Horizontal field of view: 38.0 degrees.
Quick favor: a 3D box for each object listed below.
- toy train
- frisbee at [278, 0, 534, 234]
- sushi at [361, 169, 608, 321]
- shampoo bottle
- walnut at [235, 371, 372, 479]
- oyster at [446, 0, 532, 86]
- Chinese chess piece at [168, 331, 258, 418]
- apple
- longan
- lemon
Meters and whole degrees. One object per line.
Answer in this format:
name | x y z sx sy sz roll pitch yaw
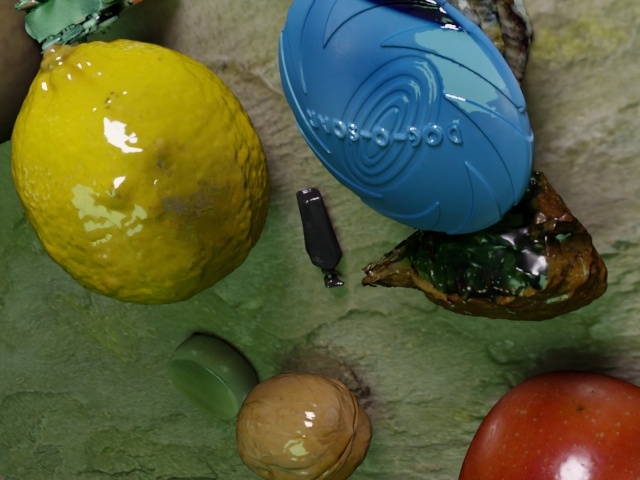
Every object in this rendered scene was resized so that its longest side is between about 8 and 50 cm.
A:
toy train | -0.242 -0.256 0.985 0.176 0.118 0.074 -6 118 49
frisbee | 0.054 -0.096 0.737 0.242 0.045 0.242 29 144 23
sushi | 0.155 -0.004 0.872 0.140 0.149 0.287 20 171 -30
shampoo bottle | 0.000 0.000 1.099 0.048 0.027 0.137 15 136 33
walnut | -0.027 0.259 1.278 0.197 0.165 0.165 -6 124 54
oyster | 0.029 -0.237 0.753 0.162 0.158 0.351 -41 112 18
Chinese chess piece | -0.165 0.210 1.428 0.144 0.058 0.144 23 141 20
apple | 0.270 0.269 0.987 0.260 0.216 0.260 25 139 24
longan | -0.417 -0.220 1.085 0.248 0.248 0.248 23 140 21
lemon | -0.192 -0.075 1.003 0.268 0.268 0.322 13 136 31
